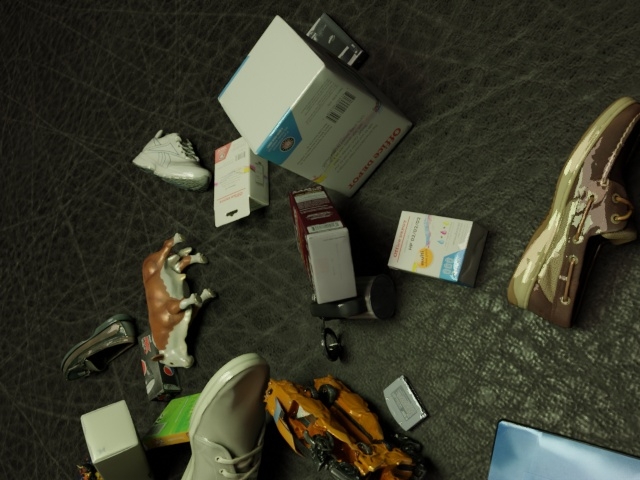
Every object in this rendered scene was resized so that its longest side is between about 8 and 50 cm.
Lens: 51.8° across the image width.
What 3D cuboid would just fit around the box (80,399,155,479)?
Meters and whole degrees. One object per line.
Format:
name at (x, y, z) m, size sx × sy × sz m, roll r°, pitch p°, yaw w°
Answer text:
box at (-0.423, 0.459, 1.403) m, size 0.113 × 0.094 × 0.275 m, roll 59°, pitch 158°, yaw 33°

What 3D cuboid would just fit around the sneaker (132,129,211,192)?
sneaker at (-0.369, -0.208, 1.667) m, size 0.297 × 0.111 × 0.129 m, roll 26°, pitch 88°, yaw 41°

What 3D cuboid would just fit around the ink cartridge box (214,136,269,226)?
ink cartridge box at (-0.180, -0.127, 1.503) m, size 0.115 × 0.067 × 0.198 m, roll -18°, pitch 64°, yaw 36°

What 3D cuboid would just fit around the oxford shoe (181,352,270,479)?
oxford shoe at (-0.164, 0.400, 1.223) m, size 0.130 × 0.169 × 0.449 m, roll 39°, pitch 123°, yaw 37°

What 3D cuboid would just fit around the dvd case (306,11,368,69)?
dvd case at (-0.019, -0.366, 1.465) m, size 0.238 × 0.030 × 0.179 m, roll -49°, pitch 51°, yaw 19°

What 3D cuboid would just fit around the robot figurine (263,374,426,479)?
robot figurine at (0.037, 0.327, 1.097) m, size 0.291 × 0.211 × 0.085 m, roll 38°, pitch 116°, yaw 48°

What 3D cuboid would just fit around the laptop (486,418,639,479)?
laptop at (0.306, 0.469, 0.797) m, size 0.382 × 0.408 × 0.236 m, roll 6°, pitch 114°, yaw 42°

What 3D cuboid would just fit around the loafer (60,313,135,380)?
loafer at (-0.573, 0.294, 1.694) m, size 0.267 × 0.096 × 0.084 m, roll -42°, pitch 59°, yaw 21°

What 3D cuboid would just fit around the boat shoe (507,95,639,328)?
boat shoe at (0.399, -0.033, 0.951) m, size 0.123 × 0.123 × 0.342 m, roll 32°, pitch 102°, yaw 33°

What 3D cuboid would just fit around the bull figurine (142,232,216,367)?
bull figurine at (-0.338, 0.138, 1.536) m, size 0.188 × 0.101 × 0.310 m, roll -37°, pitch 58°, yaw 22°

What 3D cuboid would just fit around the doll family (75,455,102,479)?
doll family at (-0.552, 0.581, 1.598) m, size 0.193 × 0.076 × 0.111 m, roll 21°, pitch 95°, yaw 45°

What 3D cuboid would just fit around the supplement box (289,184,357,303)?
supplement box at (0.000, 0.000, 1.200) m, size 0.239 × 0.073 × 0.130 m, roll -114°, pitch 14°, yaw -66°

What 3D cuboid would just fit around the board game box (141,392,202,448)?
board game box at (-0.255, 0.368, 1.388) m, size 0.259 × 0.039 × 0.124 m, roll -24°, pitch 19°, yaw 35°

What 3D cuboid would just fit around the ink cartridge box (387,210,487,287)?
ink cartridge box at (0.187, 0.011, 1.149) m, size 0.181 × 0.062 × 0.104 m, roll 12°, pitch 84°, yaw 42°

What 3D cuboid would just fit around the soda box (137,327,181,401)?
soda box at (-0.381, 0.291, 1.554) m, size 0.060 × 0.053 × 0.168 m, roll -38°, pitch 55°, yaw 26°

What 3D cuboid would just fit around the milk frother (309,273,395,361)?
milk frother at (0.060, 0.143, 1.208) m, size 0.135 × 0.129 × 0.143 m, roll -6°, pitch 116°, yaw 40°

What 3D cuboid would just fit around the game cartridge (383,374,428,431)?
game cartridge at (0.144, 0.281, 1.133) m, size 0.056 × 0.017 × 0.083 m, roll -43°, pitch 53°, yaw 18°

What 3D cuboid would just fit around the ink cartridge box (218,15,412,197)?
ink cartridge box at (-0.008, -0.245, 1.255) m, size 0.198 × 0.270 × 0.197 m, roll -49°, pitch 50°, yaw 18°
